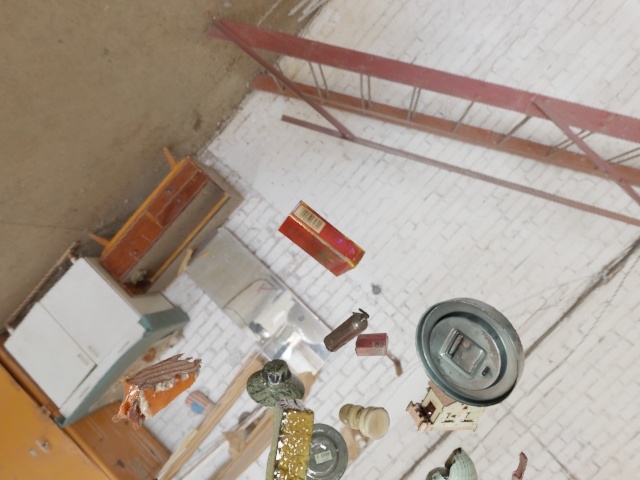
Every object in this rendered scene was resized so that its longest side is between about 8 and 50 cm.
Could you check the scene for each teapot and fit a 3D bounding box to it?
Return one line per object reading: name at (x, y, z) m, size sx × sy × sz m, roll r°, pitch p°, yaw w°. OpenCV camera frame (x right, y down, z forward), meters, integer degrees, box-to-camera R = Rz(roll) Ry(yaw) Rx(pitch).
teapot at (-0.015, 0.945, 1.754) m, size 0.239 × 0.240 × 0.321 m, roll 96°, pitch -1°, yaw -62°

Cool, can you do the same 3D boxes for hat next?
hat at (-0.193, 0.595, 1.829) m, size 0.265 × 0.266 × 0.128 m, roll -33°, pitch 133°, yaw -60°

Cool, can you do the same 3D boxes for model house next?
model house at (0.538, 0.640, 1.714) m, size 0.244 × 0.326 × 0.169 m, roll -68°, pitch -154°, yaw 24°

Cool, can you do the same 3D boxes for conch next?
conch at (0.666, 1.198, 2.081) m, size 0.303 × 0.215 × 0.319 m, roll -45°, pitch 160°, yaw -17°

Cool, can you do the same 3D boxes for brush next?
brush at (0.580, 0.743, 1.258) m, size 0.071 × 0.084 × 0.301 m, roll -8°, pitch 117°, yaw -20°

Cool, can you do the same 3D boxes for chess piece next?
chess piece at (0.190, 0.835, 1.972) m, size 0.143 × 0.142 × 0.261 m, roll -42°, pitch -165°, yaw -32°

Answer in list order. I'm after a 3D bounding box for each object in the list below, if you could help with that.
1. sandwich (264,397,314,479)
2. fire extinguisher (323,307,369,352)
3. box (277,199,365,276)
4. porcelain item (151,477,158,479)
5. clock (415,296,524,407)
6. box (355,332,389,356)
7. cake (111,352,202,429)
sandwich at (-0.094, 0.587, 1.161) m, size 0.249 × 0.095 × 0.273 m, roll 140°, pitch -42°, yaw -73°
fire extinguisher at (0.097, 0.321, 1.520) m, size 0.267 × 0.089 × 0.072 m, roll -48°, pitch -155°, yaw 42°
box at (-0.001, 0.000, 1.615) m, size 0.089 × 0.313 × 0.197 m, roll -53°, pitch -175°, yaw -24°
porcelain item at (-0.522, 0.796, 1.254) m, size 0.054 × 0.084 × 0.213 m, roll -9°, pitch -173°, yaw -12°
clock at (0.416, 0.311, 1.192) m, size 0.061 × 0.312 × 0.312 m, roll -13°, pitch 149°, yaw -43°
box at (0.245, 0.494, 1.994) m, size 0.111 × 0.156 × 0.060 m, roll -68°, pitch 151°, yaw -61°
cake at (-0.459, 0.407, 1.209) m, size 0.287 × 0.098 × 0.135 m, roll -37°, pitch 135°, yaw -51°
